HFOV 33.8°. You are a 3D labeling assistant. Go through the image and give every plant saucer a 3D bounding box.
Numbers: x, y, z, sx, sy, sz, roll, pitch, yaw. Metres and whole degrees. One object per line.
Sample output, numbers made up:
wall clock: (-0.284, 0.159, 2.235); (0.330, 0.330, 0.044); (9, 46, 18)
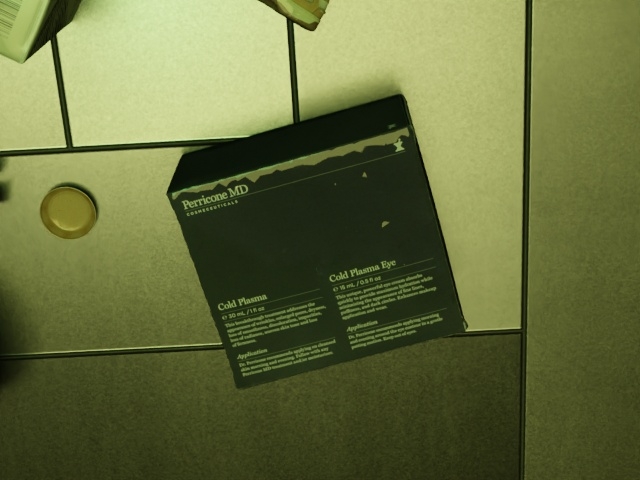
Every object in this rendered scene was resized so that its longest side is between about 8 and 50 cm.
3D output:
plant saucer: (-0.374, -0.042, 1.563); (0.083, 0.015, 0.083); (0, 111, -1)

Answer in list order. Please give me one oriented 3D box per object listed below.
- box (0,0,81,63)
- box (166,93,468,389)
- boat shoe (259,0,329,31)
box: (-0.362, -0.313, 1.316); (0.094, 0.275, 0.113); (26, 110, -10)
box: (0.000, 0.000, 1.494); (0.343, 0.179, 0.313); (-15, 112, 5)
boat shoe: (-0.073, -0.359, 1.419); (0.190, 0.068, 0.072); (28, 97, -21)
